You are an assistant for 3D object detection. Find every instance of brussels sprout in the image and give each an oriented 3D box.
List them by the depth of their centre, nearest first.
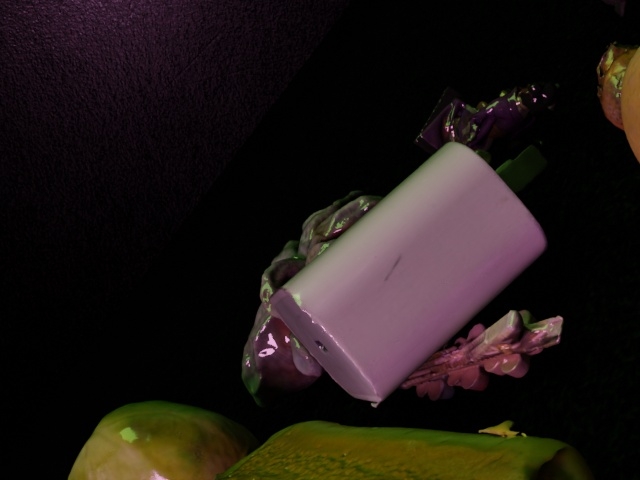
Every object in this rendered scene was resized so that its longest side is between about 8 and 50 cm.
[{"bbox_3d":[-0.154,0.261,0.981,0.223,0.223,0.161,-49,10,19],"label":"brussels sprout"}]

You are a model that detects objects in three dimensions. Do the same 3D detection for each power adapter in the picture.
[{"bbox_3d":[0.090,0.010,0.831,0.255,0.124,0.187,-42,0,-10],"label":"power adapter"}]

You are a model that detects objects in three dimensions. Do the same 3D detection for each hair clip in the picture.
[{"bbox_3d":[0.128,0.093,0.786,0.214,0.056,0.062,136,150,-62],"label":"hair clip"}]

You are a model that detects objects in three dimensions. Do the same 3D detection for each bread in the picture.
[{"bbox_3d":[0.034,0.208,0.688,0.166,0.112,0.384,-30,7,-30],"label":"bread"}]

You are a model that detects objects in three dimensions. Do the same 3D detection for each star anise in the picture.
[{"bbox_3d":[0.017,0.028,1.081,0.359,0.139,0.316,-55,22,0],"label":"star anise"}]

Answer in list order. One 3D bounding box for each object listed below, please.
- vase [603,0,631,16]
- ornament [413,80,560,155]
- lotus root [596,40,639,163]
[{"bbox_3d":[0.350,-0.348,0.962,0.237,0.115,0.115,-44,18,17],"label":"vase"},{"bbox_3d":[0.188,-0.118,0.994,0.088,0.081,0.203,-60,18,-14],"label":"ornament"},{"bbox_3d":[0.276,-0.089,0.566,0.146,0.130,0.303,-34,12,-14],"label":"lotus root"}]
